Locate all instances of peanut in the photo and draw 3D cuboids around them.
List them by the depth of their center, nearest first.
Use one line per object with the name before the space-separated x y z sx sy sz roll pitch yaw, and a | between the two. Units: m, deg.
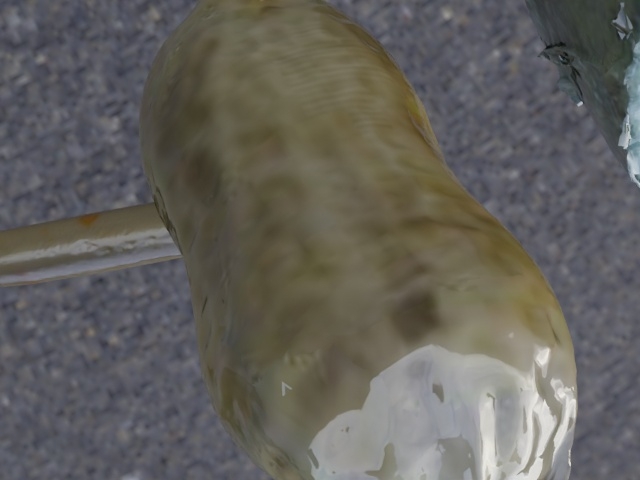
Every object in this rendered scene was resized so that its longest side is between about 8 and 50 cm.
peanut | 0.000 0.000 0.483 0.100 0.214 0.099 -15 138 -13

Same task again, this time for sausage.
sausage | -0.079 0.000 0.664 0.132 0.024 0.024 -11 152 20

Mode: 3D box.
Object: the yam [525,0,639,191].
yam | 0.156 -0.160 0.606 0.241 0.348 0.241 -13 141 -11
